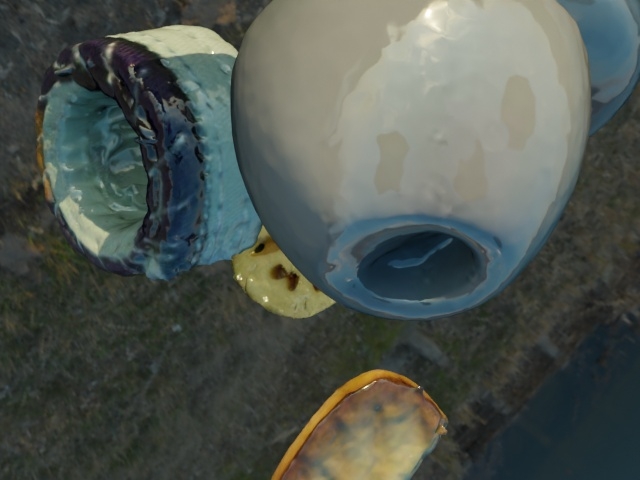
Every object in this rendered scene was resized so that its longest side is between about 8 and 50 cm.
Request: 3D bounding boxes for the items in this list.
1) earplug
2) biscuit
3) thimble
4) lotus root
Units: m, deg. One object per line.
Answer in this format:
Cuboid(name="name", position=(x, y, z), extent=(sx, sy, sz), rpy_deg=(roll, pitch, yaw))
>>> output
Cuboid(name="earplug", position=(0.076, -0.068, 0.541), extent=(0.325, 0.214, 0.175), rpy_deg=(-28, 94, -60))
Cuboid(name="biscuit", position=(0.013, 0.265, 0.960), extent=(0.154, 0.045, 0.299), rpy_deg=(27, 95, -29))
Cuboid(name="thimble", position=(-0.152, -0.077, 0.889), extent=(0.150, 0.237, 0.237), rpy_deg=(-20, 127, -42))
Cuboid(name="lotus root", position=(-0.003, 0.002, 1.121), extent=(0.203, 0.183, 0.078), rpy_deg=(-31, 155, 16))
